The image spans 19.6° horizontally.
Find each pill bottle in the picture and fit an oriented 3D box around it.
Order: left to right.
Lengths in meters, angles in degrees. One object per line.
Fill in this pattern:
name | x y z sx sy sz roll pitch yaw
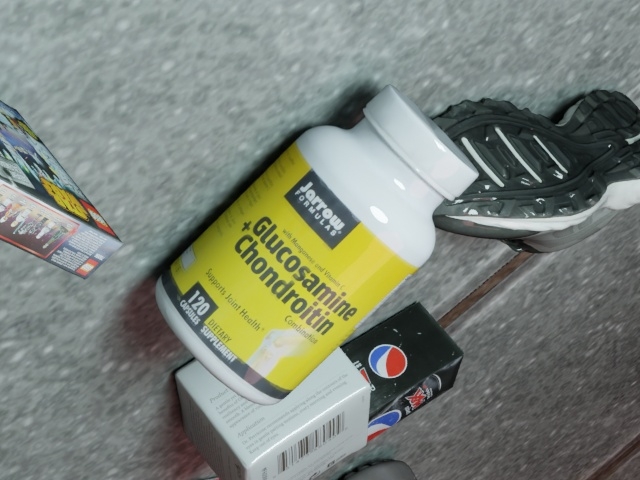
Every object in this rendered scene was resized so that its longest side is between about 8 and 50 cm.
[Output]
pill bottle | 0.000 0.000 1.068 0.184 0.103 0.103 -45 156 9

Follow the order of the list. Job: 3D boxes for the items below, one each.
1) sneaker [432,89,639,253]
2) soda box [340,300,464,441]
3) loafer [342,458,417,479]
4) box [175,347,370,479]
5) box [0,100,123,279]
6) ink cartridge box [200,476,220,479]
sneaker | 0.139 -0.030 1.236 0.271 0.100 0.108 -8 146 -52
soda box | 0.022 0.116 1.356 0.169 0.060 0.053 -30 155 -24
loafer | -0.025 0.353 1.612 0.366 0.130 0.134 -50 155 21
box | -0.032 0.113 1.237 0.101 0.087 0.102 -33 156 -18
box | -0.147 -0.038 0.794 0.027 0.094 0.137 -42 157 6
ink cartridge box | -0.159 0.292 1.388 0.296 0.066 0.261 -2 136 -55
